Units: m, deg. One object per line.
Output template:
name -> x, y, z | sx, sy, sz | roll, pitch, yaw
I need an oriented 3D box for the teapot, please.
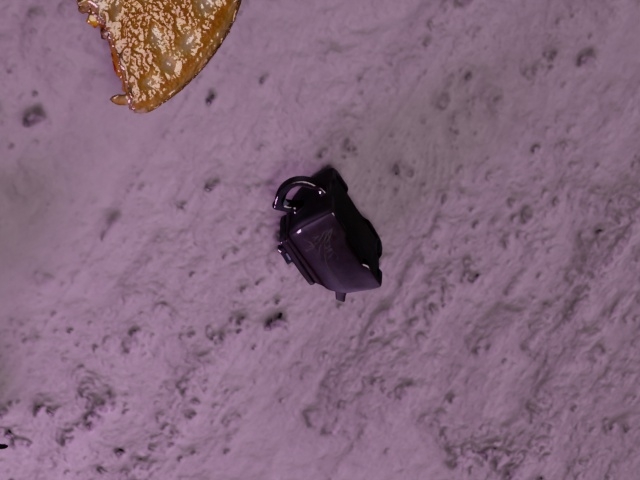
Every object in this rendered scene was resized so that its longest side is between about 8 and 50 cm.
teapot -> 0.000, 0.000, 1.977 | 0.096, 0.087, 0.177 | -21, 125, 18

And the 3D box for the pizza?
pizza -> -0.187, -0.244, 1.788 | 0.199, 0.062, 0.188 | 42, 84, -26

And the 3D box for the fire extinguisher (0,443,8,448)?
fire extinguisher -> -0.409, 0.176, 1.934 | 0.078, 0.045, 0.157 | -13, 126, 18
